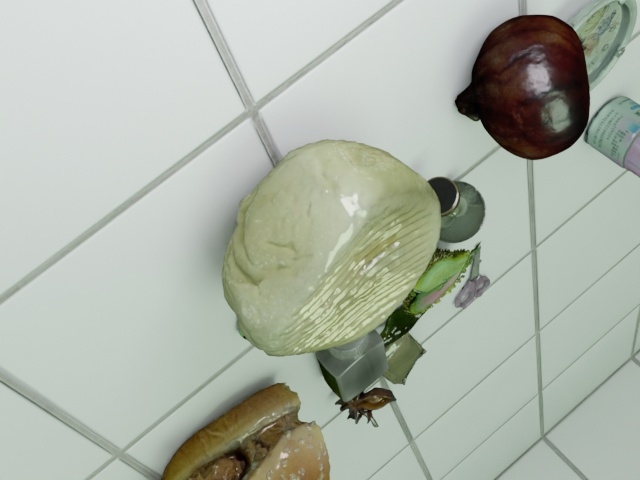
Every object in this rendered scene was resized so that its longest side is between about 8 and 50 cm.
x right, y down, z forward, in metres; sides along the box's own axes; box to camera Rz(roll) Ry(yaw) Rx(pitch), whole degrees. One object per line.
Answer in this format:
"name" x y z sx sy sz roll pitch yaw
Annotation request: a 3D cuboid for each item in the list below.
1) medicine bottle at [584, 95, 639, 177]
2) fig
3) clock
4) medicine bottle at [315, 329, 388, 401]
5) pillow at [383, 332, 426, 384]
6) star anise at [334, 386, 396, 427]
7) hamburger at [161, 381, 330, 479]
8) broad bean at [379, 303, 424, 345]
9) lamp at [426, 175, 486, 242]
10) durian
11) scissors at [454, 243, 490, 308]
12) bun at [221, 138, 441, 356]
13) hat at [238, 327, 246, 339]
"medicine bottle" 0.683 -0.219 1.772 0.135 0.168 0.135 -28 145 -22
"fig" 0.341 -0.248 1.335 0.214 0.235 0.235 3 136 -1
"clock" 0.487 -0.358 1.512 0.236 0.053 0.236 -29 146 -21
"medicine bottle" 0.063 0.233 1.675 0.132 0.088 0.188 -35 146 -14
"pillow" 0.176 0.264 1.863 0.119 0.053 0.208 -47 147 -3
"star anise" 0.120 0.364 1.888 0.227 0.148 0.219 -24 116 -74
"hamburger" -0.172 0.520 1.592 0.287 0.268 0.446 -6 133 -39
"broad bean" 0.194 0.156 1.771 0.195 0.046 0.061 -50 127 -5
"lamp" 0.244 -0.057 1.515 0.121 0.121 0.214 -48 159 5
"durian" 0.225 0.070 1.667 0.220 0.095 0.137 -23 153 -34
"scissors" 0.360 0.080 1.891 0.110 0.021 0.212 -32 146 -21
"bun" 0.000 0.000 1.220 0.349 0.227 0.352 -36 149 -13
"hat" -0.101 0.146 1.431 0.076 0.059 0.077 -27 139 -32
